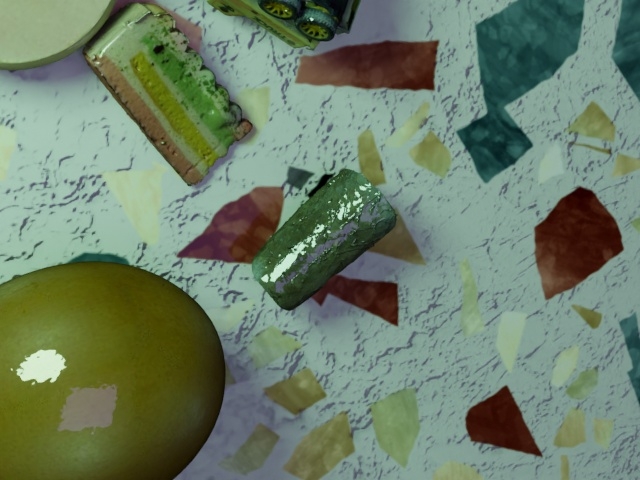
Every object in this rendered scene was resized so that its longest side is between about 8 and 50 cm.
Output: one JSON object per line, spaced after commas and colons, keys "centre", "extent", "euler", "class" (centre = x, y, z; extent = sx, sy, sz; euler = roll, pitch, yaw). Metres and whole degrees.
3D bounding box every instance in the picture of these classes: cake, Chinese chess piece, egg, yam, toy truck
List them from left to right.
{"centre": [-0.340, -0.310, 1.280], "extent": [0.251, 0.097, 0.251], "euler": [-4, 103, -17], "class": "Chinese chess piece"}
{"centre": [-0.278, 0.168, 1.310], "extent": [0.351, 0.282, 0.282], "euler": [-13, 106, -14], "class": "egg"}
{"centre": [-0.183, -0.179, 1.392], "extent": [0.109, 0.090, 0.225], "euler": [-42, 130, -7], "class": "cake"}
{"centre": [-0.088, -0.314, 1.317], "extent": [0.272, 0.157, 0.124], "euler": [27, 72, -29], "class": "toy truck"}
{"centre": [0.000, 0.000, 1.458], "extent": [0.183, 0.107, 0.107], "euler": [-41, 111, -2], "class": "yam"}
